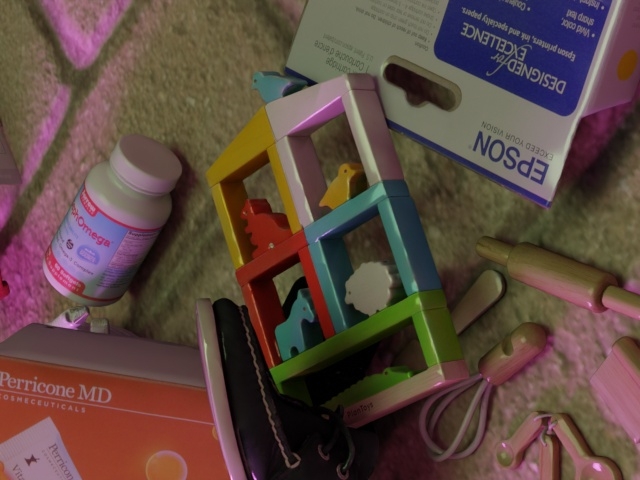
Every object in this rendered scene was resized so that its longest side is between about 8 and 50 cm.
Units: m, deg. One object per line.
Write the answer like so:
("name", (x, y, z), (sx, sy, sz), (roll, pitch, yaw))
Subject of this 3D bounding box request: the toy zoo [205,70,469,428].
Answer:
("toy zoo", (0.000, 0.000, 1.187), (0.192, 0.030, 0.293), (-32, 70, 44))

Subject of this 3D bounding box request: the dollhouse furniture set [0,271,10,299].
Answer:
("dollhouse furniture set", (-0.461, 0.099, 1.671), (0.201, 0.152, 0.374), (33, 141, 25))

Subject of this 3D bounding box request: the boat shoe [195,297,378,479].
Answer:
("boat shoe", (-0.007, 0.180, 1.130), (0.127, 0.113, 0.340), (-105, 0, -68))

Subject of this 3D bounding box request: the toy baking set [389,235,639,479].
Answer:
("toy baking set", (0.144, 0.097, 1.111), (0.256, 0.030, 0.196), (29, 110, 43))

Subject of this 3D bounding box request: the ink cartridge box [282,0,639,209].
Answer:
("ink cartridge box", (0.125, -0.220, 1.115), (0.304, 0.072, 0.307), (32, 115, 41))

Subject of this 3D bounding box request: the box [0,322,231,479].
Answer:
("box", (-0.183, 0.262, 1.282), (0.215, 0.168, 0.345), (8, 96, 2))

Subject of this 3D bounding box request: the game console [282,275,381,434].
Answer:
("game console", (0.012, 0.101, 1.265), (0.122, 0.071, 0.107), (14, 129, 47))

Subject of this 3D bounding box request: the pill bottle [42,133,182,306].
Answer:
("pill bottle", (-0.195, -0.020, 1.432), (0.087, 0.087, 0.160), (54, 125, 33))

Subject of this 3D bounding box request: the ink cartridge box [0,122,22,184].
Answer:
("ink cartridge box", (-0.447, -0.144, 1.628), (0.066, 0.189, 0.232), (-40, 63, 41))

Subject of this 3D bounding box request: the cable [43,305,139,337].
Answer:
("cable", (-0.238, 0.204, 1.473), (0.257, 0.089, 0.257), (-21, 76, 45))
